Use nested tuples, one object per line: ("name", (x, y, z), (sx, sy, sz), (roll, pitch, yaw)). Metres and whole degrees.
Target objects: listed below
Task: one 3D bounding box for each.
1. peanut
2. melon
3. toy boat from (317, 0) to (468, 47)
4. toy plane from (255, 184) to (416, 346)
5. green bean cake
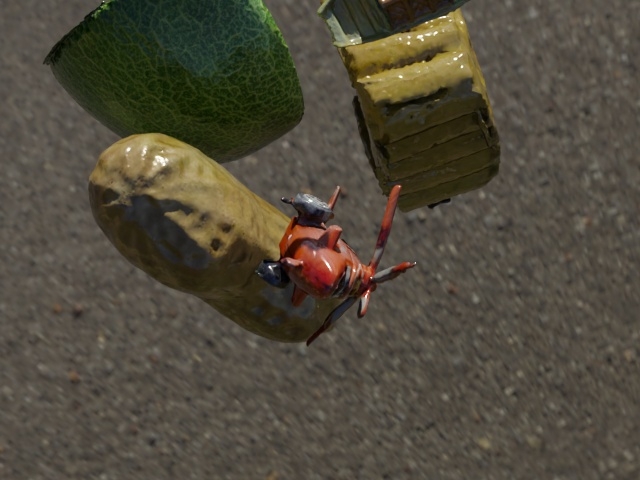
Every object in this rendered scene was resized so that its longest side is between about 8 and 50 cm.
("peanut", (-0.074, 0.005, 1.130), (0.095, 0.226, 0.108), (-47, 31, 12))
("melon", (-0.118, -0.121, 1.227), (0.129, 0.265, 0.169), (-41, 97, -20))
("toy boat", (0.080, -0.201, 1.194), (0.172, 0.066, 0.065), (-25, 102, 2))
("toy plane", (0.004, -0.006, 1.071), (0.126, 0.077, 0.194), (-55, 17, 33))
("green bean cake", (0.088, -0.161, 1.482), (0.131, 0.229, 0.224), (-18, 66, 2))
